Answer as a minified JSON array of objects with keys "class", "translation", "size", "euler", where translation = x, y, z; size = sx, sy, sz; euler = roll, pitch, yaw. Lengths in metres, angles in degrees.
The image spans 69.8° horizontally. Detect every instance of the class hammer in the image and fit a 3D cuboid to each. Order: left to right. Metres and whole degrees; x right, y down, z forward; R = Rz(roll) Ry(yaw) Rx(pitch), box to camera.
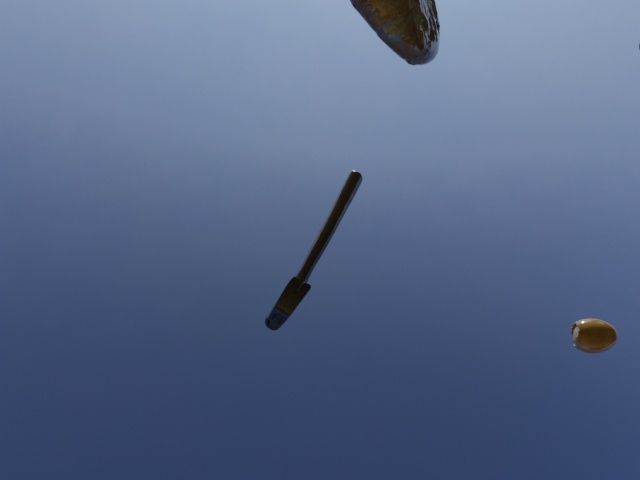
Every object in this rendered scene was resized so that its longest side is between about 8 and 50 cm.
[{"class":"hammer","translation":[0.000,0.000,1.052],"size":[0.044,0.168,0.440],"euler":[31,-124,-4]}]

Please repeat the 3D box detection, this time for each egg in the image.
[{"class":"egg","translation":[0.629,0.219,1.054],"size":[0.096,0.080,0.080],"euler":[4,-110,15]}]

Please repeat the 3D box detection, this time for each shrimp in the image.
[{"class":"shrimp","translation":[0.046,-0.334,0.489],"size":[0.317,0.077,0.168],"euler":[55,-142,-22]}]

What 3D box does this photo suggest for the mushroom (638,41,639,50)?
[{"class":"mushroom","translation":[0.742,-0.420,0.845],"size":[0.312,0.081,0.100],"euler":[-30,-139,-3]}]
